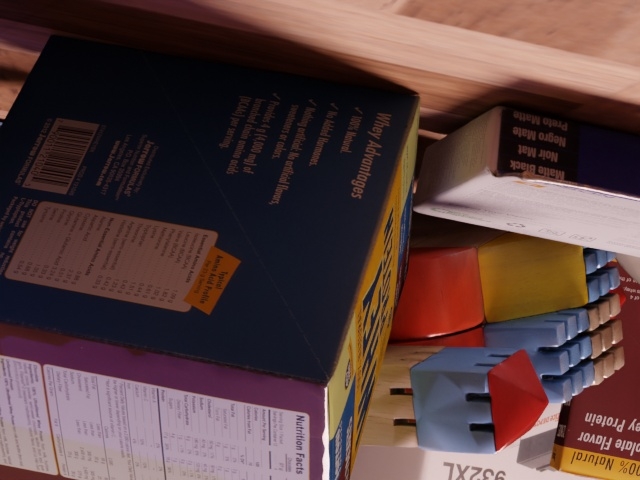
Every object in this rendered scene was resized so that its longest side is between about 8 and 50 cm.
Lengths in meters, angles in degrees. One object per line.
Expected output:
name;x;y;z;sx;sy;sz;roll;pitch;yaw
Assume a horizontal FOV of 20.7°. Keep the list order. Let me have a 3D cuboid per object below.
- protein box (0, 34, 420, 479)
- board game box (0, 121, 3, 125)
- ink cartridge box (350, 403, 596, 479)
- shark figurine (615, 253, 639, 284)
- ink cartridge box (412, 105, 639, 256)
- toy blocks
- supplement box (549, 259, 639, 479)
protein box;-0.069;0.022;0.887;0.201;0.200;0.136;10;137;9
board game box;-0.275;-0.076;1.479;0.211;0.039;0.160;12;176;-23
ink cartridge box;0.151;0.151;1.589;0.223;0.307;0.129;13;176;-36
shark figurine;0.324;0.057;1.228;0.278;0.116;0.166;13;177;-1
ink cartridge box;0.180;-0.023;0.923;0.223;0.045;0.224;11;175;-10
toy blocks;0.070;0.043;1.115;0.261;0.190;0.381;-1;-169;31
supplement box;0.302;0.112;1.443;0.191;0.194;0.129;10;176;5
